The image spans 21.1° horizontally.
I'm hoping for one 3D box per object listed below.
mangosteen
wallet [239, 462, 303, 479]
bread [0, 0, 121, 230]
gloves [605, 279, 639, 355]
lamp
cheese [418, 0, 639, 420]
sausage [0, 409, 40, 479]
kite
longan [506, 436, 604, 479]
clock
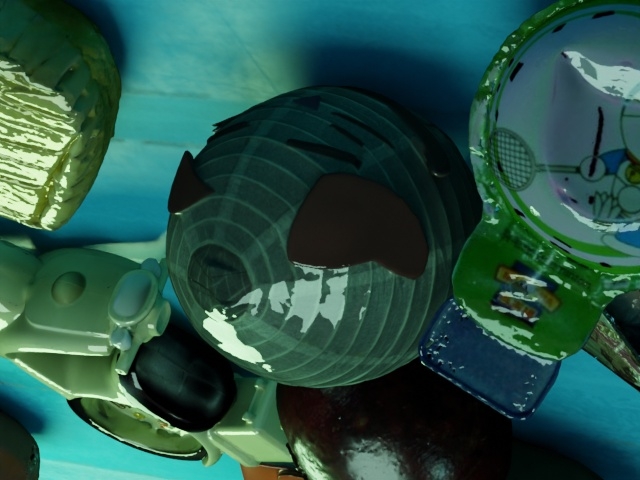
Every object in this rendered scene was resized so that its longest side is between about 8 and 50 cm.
[{"bbox_3d":[0.091,0.134,1.515,0.261,0.235,0.235,-33,137,-1],"label":"mangosteen"},{"bbox_3d":[-0.019,0.294,1.961,0.142,0.045,0.204,12,150,12],"label":"wallet"},{"bbox_3d":[-0.233,-0.107,1.371,0.140,0.106,0.236,22,149,-3],"label":"bread"},{"bbox_3d":[0.255,0.020,1.311,0.110,0.094,0.144,9,129,1],"label":"gloves"},{"bbox_3d":[0.000,0.000,1.288,0.265,0.233,0.233,1,146,41],"label":"lamp"},{"bbox_3d":[0.178,-0.028,1.142,0.204,0.083,0.320,31,106,6],"label":"cheese"},{"bbox_3d":[-0.457,0.240,2.021,0.279,0.152,0.152,30,148,-20],"label":"sausage"},{"bbox_3d":[0.190,0.044,1.335,0.268,0.013,0.323,46,175,15],"label":"kite"},{"bbox_3d":[0.160,0.328,1.700,0.350,0.288,0.288,31,149,-3],"label":"longan"},{"bbox_3d":[-0.200,0.107,1.704,0.276,0.120,0.379,-4,147,41],"label":"clock"}]
